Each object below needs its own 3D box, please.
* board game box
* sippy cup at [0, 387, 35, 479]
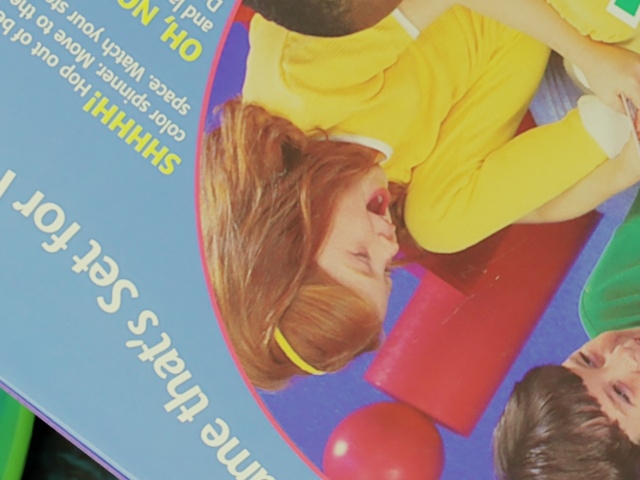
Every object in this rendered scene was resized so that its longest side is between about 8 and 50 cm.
[{"bbox_3d":[0.002,-0.062,0.392,0.347,0.078,0.233,40,93,-14],"label":"board game box"},{"bbox_3d":[-0.247,0.032,0.536,0.224,0.240,0.305,-12,69,31],"label":"sippy cup"}]
